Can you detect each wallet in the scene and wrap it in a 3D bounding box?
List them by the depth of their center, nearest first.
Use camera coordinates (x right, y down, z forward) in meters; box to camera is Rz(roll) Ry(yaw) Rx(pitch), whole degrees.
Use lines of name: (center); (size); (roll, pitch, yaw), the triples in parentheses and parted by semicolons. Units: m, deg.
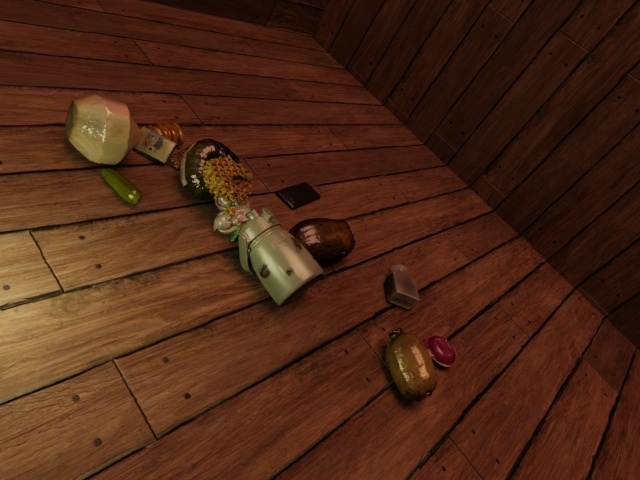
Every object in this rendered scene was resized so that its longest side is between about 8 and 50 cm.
wallet: (-0.688, -0.395, 1.898); (0.155, 0.039, 0.110); (26, 73, -2)
wallet: (-0.105, -0.225, 2.237); (0.124, 0.025, 0.244); (45, 37, 13)

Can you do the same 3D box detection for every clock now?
clock: (-0.352, -0.109, 1.803); (0.144, 0.103, 0.231); (8, 72, -35)

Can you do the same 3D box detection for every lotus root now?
lotus root: (0.328, 0.453, 1.695); (0.160, 0.146, 0.284); (-19, 55, -5)
lotus root: (0.000, 0.000, 1.929); (0.397, 0.179, 0.196); (-8, 51, -45)

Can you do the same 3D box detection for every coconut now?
coconut: (-0.797, -0.413, 1.704); (0.259, 0.259, 0.259); (22, 38, -18)

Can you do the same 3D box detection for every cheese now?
cheese: (0.470, 0.453, 1.891); (0.244, 0.062, 0.155); (9, 42, -30)

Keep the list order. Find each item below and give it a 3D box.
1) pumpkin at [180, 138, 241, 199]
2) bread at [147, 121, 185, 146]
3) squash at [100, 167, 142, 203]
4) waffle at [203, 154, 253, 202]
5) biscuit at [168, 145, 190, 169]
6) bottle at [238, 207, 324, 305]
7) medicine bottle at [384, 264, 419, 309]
pumpkin: (-0.454, -0.282, 1.892); (0.260, 0.189, 0.260); (6, 79, -30)
bread: (-0.676, -0.463, 2.001); (0.177, 0.084, 0.119); (-17, 59, -43)
squash: (-0.730, -0.202, 1.675); (0.201, 0.066, 0.066); (37, 35, 15)
waffle: (-0.353, -0.239, 1.760); (0.197, 0.070, 0.193); (19, 48, -21)
biscuit: (-0.587, -0.366, 1.999); (0.064, 0.034, 0.199); (34, 35, 2)
bottle: (-0.177, 0.053, 1.687); (0.352, 0.229, 0.229); (50, 38, 9)
medicine bottle: (0.362, 0.203, 2.067); (0.132, 0.088, 0.189); (22, 37, -18)
